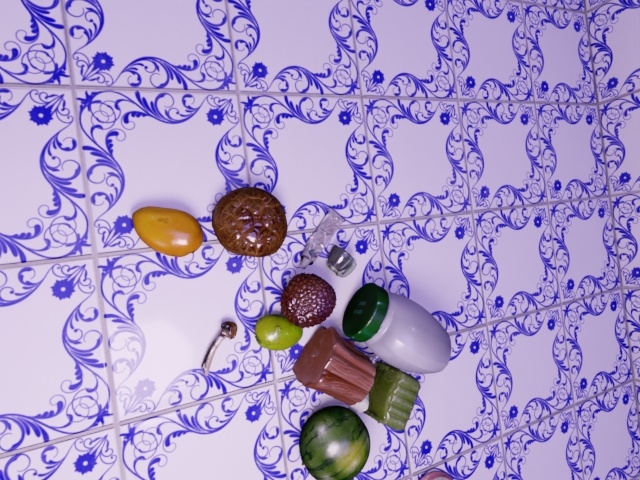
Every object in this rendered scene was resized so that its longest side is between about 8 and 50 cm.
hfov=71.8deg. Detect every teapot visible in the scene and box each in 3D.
[{"bbox_3d":[0.076,0.084,1.607,0.124,0.092,0.091,39,88,-12],"label":"teapot"}]

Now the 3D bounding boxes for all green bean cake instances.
[{"bbox_3d":[0.245,0.554,1.588,0.113,0.214,0.200,27,75,-18],"label":"green bean cake"}]

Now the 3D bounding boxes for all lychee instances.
[{"bbox_3d":[-0.044,0.207,1.483,0.188,0.188,0.188,2,86,-26],"label":"lychee"}]

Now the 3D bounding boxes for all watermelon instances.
[{"bbox_3d":[0.046,0.677,1.472,0.242,0.242,0.242,2,86,-26],"label":"watermelon"}]

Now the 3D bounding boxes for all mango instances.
[{"bbox_3d":[-0.466,-0.031,1.345,0.219,0.112,0.145,22,77,-11],"label":"mango"},{"bbox_3d":[-0.136,0.308,1.484,0.178,0.100,0.119,7,81,-33],"label":"mango"}]

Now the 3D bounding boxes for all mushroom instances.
[{"bbox_3d":[-0.224,-0.058,1.442,0.253,0.153,0.253,8,73,-26],"label":"mushroom"},{"bbox_3d":[-0.330,0.342,1.420,0.060,0.061,0.187,33,85,-6],"label":"mushroom"}]

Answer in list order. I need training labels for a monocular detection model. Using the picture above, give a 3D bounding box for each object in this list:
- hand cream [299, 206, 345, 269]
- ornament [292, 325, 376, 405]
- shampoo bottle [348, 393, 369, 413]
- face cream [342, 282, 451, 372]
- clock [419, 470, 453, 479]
[{"bbox_3d":[-0.002,0.001,1.597,0.084,0.050,0.257,41,65,-20],"label":"hand cream"},{"bbox_3d":[0.054,0.447,1.520,0.217,0.221,0.235,36,28,-23],"label":"ornament"},{"bbox_3d":[0.140,0.547,1.591,0.077,0.152,0.045,-27,109,18],"label":"shampoo bottle"},{"bbox_3d":[0.278,0.318,1.574,0.357,0.312,0.219,31,106,-18],"label":"face cream"},{"bbox_3d":[0.447,1.037,1.741,0.244,0.056,0.244,3,83,-25],"label":"clock"}]
